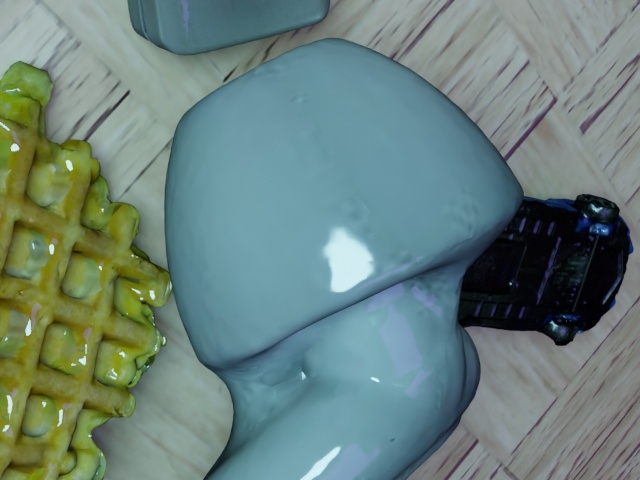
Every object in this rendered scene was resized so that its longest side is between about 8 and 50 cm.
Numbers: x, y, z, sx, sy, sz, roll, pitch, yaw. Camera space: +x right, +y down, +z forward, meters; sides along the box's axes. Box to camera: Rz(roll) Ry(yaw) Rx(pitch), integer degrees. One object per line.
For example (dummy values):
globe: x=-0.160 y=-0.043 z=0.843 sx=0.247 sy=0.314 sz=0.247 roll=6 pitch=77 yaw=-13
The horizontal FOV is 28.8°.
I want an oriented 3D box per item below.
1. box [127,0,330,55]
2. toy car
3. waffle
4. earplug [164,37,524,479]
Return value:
box: x=-0.053 y=-0.217 z=0.600 sx=0.103 sy=0.055 sz=0.243 roll=-19 pitch=120 yaw=-27
toy car: x=0.117 y=0.010 z=0.812 sx=0.216 sy=0.063 sz=0.103 roll=6 pitch=107 yaw=-38
waffle: x=-0.176 y=0.038 z=0.591 sx=0.238 sy=0.059 sz=0.243 roll=-42 pitch=121 yaw=-42
earplug: x=-0.005 y=0.056 z=0.659 sx=0.214 sy=0.175 sz=0.325 roll=-33 pitch=140 yaw=-53
